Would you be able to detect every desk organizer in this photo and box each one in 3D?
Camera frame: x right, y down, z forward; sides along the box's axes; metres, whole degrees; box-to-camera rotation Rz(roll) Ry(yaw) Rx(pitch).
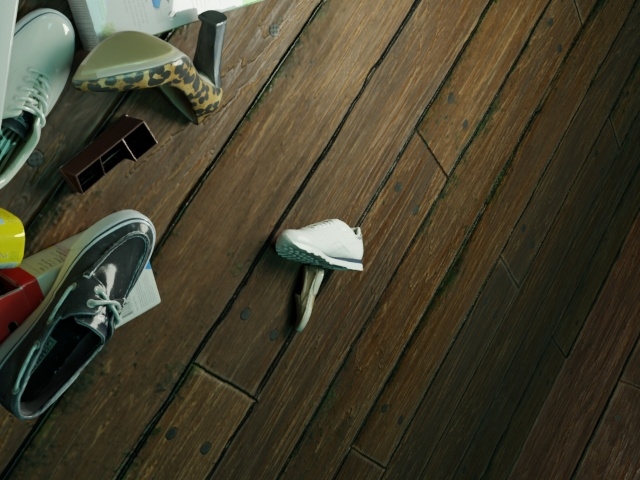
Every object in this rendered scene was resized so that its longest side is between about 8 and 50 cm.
[{"bbox_3d":[-0.299,-0.120,0.968,0.130,0.050,0.047,-47,134,-24],"label":"desk organizer"}]

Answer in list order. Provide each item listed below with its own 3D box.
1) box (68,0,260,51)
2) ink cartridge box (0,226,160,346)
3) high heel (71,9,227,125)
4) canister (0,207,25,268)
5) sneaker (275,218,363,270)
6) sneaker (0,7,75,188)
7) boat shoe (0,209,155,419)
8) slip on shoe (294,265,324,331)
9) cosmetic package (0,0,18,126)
[{"bbox_3d":[-0.212,-0.419,0.943,0.322,0.058,0.232,-31,126,-34],"label":"box"},{"bbox_3d":[-0.355,0.078,0.964,0.231,0.078,0.134,-31,125,-36],"label":"ink cartridge box"},{"bbox_3d":[-0.231,-0.200,0.950,0.261,0.093,0.186,-37,156,-40],"label":"high heel"},{"bbox_3d":[-0.453,-0.004,0.794,0.170,0.126,0.073,-3,107,-49],"label":"canister"},{"bbox_3d":[0.000,0.000,1.326,0.235,0.090,0.095,16,79,-52],"label":"sneaker"},{"bbox_3d":[-0.368,-0.166,0.844,0.094,0.091,0.258,29,84,-49],"label":"sneaker"},{"bbox_3d":[-0.305,0.093,0.885,0.301,0.102,0.108,-53,135,-19],"label":"boat shoe"},{"bbox_3d":[-0.033,0.115,1.356,0.041,0.051,0.135,18,102,-9],"label":"slip on shoe"},{"bbox_3d":[-0.421,-0.228,0.688,0.155,0.197,0.365,4,103,-48],"label":"cosmetic package"}]
